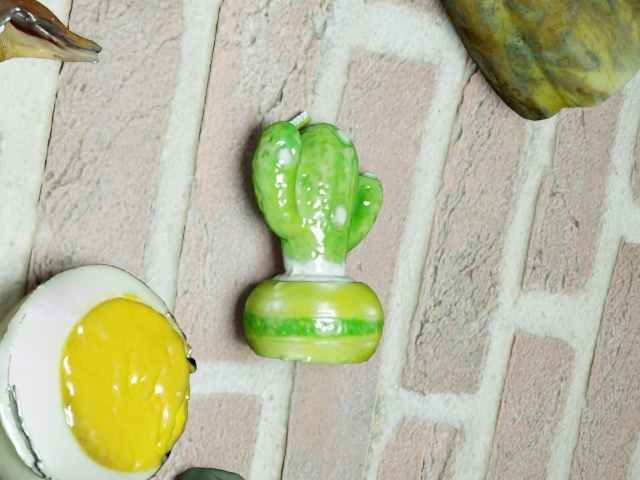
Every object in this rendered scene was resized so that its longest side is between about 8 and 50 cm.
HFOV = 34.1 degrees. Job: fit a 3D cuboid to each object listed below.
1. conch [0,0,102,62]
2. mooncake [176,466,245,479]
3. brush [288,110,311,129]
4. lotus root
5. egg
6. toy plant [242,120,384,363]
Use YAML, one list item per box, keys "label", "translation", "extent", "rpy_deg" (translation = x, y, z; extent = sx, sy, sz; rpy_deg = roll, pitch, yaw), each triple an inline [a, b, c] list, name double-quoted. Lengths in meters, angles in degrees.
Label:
- label: "conch"
  translation: [-0.353, -0.241, 1.174]
  extent: [0.233, 0.086, 0.080]
  rpy_deg: [-17, 65, -42]
- label: "mooncake"
  translation: [-0.144, 0.385, 1.358]
  extent: [0.104, 0.175, 0.168]
  rpy_deg: [26, 43, -28]
- label: "brush"
  translation: [-0.048, -0.145, 1.410]
  extent: [0.083, 0.019, 0.021]
  rpy_deg: [-44, 108, -18]
- label: "lotus root"
  translation: [0.300, -0.353, 1.460]
  extent: [0.250, 0.250, 0.346]
  rpy_deg: [-48, 122, -16]
- label: "egg"
  translation: [-0.294, 0.170, 1.234]
  extent: [0.264, 0.174, 0.286]
  rpy_deg: [53, 45, -24]
- label: "toy plant"
  translation: [0.000, 0.000, 1.384]
  extent: [0.224, 0.184, 0.315]
  rpy_deg: [3, 89, -45]
